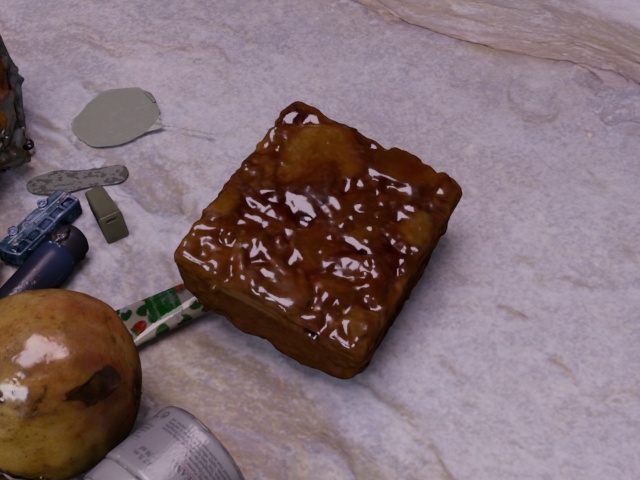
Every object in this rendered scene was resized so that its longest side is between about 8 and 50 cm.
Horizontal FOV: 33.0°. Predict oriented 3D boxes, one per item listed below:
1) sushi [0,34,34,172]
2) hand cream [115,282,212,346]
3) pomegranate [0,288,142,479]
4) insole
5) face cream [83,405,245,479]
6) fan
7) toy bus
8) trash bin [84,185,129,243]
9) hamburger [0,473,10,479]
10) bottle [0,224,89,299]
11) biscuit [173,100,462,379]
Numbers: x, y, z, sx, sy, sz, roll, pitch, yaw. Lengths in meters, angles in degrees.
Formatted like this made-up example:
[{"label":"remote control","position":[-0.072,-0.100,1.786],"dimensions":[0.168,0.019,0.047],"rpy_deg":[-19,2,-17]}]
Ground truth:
[{"label":"sushi","position":[-0.662,-0.296,1.955],"dimensions":[0.176,0.417,0.417],"rpy_deg":[-12,47,0]},{"label":"hand cream","position":[-0.210,0.097,1.756],"dimensions":[0.276,0.059,0.095],"rpy_deg":[-24,47,-10]},{"label":"pomegranate","position":[-0.386,0.201,1.543],"dimensions":[0.281,0.281,0.281],"rpy_deg":[-4,48,5]},{"label":"insole","position":[-0.453,-0.113,2.014],"dimensions":[0.193,0.006,0.065],"rpy_deg":[-8,47,1]},{"label":"face cream","position":[-0.205,0.333,1.454],"dimensions":[0.177,0.177,0.153],"rpy_deg":[32,60,32]},{"label":"fan","position":[-0.338,-0.228,2.098],"dimensions":[0.310,0.010,0.182],"rpy_deg":[14,52,24]},{"label":"toy bus","position":[-0.496,-0.021,1.911],"dimensions":[0.065,0.047,0.166],"rpy_deg":[24,55,23]},{"label":"trash bin","position":[-0.379,-0.049,1.909],"dimensions":[0.043,0.061,0.092],"rpy_deg":[-25,47,-14]},{"label":"hamburger","position":[-0.443,0.440,1.419],"dimensions":[0.243,0.138,0.262],"rpy_deg":[-35,53,-24]},{"label":"bottle","position":[-0.481,0.073,1.799],"dimensions":[0.072,0.082,0.244],"rpy_deg":[19,53,26]},{"label":"biscuit","position":[0.000,0.000,1.697],"dimensions":[0.343,0.166,0.395],"rpy_deg":[27,54,14]}]
